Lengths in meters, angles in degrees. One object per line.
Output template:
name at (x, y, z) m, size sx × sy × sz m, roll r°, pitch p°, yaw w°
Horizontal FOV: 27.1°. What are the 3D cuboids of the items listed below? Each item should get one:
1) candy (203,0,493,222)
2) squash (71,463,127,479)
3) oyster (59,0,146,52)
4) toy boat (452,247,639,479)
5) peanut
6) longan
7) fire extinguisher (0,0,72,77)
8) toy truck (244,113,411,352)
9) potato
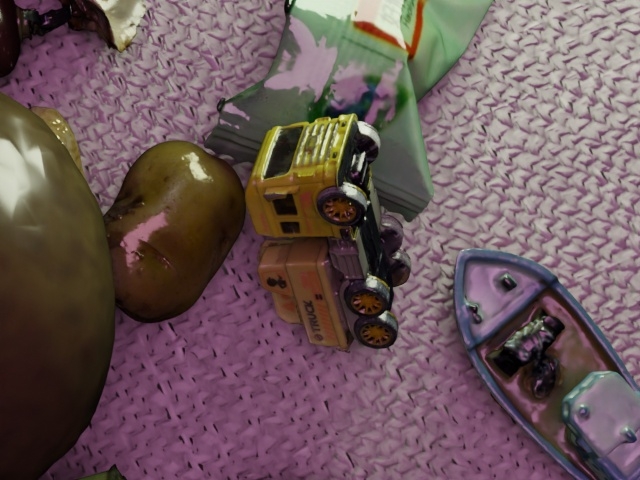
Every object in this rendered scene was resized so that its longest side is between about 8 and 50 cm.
candy at (0.058, -0.239, 1.522) m, size 0.263 × 0.172 × 0.398 m, roll 26°, pitch 61°, yaw -12°
squash at (-0.317, 0.405, 1.308) m, size 0.309 × 0.310 × 0.310 m, roll -12°, pitch 85°, yaw -5°
oyster at (-0.317, -0.393, 1.483) m, size 0.396 × 0.111 × 0.204 m, roll 52°, pitch 41°, yaw -13°
toy boat at (0.261, 0.140, 1.495) m, size 0.145 × 0.133 × 0.332 m, roll -40°, pitch 89°, yaw -9°
peanut at (-0.294, -0.068, 1.474) m, size 0.080 × 0.080 × 0.174 m, roll -21°, pitch 84°, yaw -9°
longan at (-0.396, 0.053, 1.287) m, size 0.404 × 0.404 × 0.436 m, roll -12°, pitch 86°, yaw -9°
fire extinguisher at (-0.440, -0.226, 1.449) m, size 0.337 × 0.135 × 0.114 m, roll -7°, pitch 94°, yaw -9°
toy truck at (0.000, 0.000, 1.425) m, size 0.157 × 0.272 × 0.124 m, roll -2°, pitch 43°, yaw 16°
potato at (-0.167, -0.007, 1.447) m, size 0.137 × 0.154 × 0.200 m, roll 30°, pitch 75°, yaw -2°
